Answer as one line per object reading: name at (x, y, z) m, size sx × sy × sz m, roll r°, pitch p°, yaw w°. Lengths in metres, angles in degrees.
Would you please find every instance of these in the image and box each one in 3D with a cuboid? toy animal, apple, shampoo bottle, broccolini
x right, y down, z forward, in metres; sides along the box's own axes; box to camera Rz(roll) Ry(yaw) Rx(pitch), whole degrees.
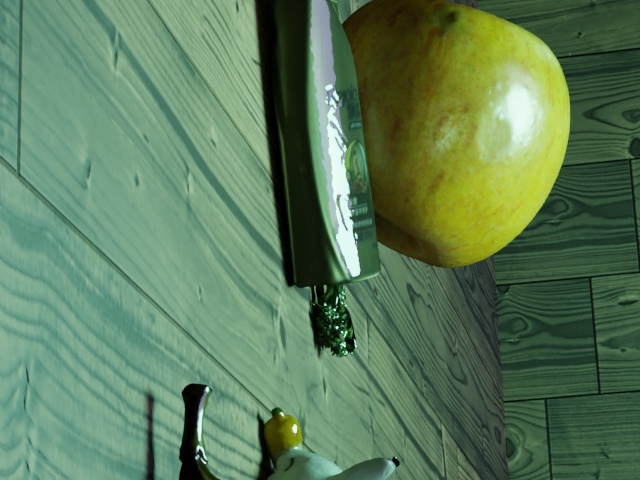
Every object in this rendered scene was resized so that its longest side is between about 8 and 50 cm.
toy animal at (0.007, 0.223, 1.744) m, size 0.182 × 0.127 × 0.131 m, roll 88°, pitch 7°, yaw -68°
apple at (0.124, -0.121, 2.125) m, size 0.299 × 0.299 × 0.275 m, roll 30°, pitch 82°, yaw -77°
shampoo bottle at (-0.003, -0.130, 1.961) m, size 0.125 × 0.084 × 0.350 m, roll -12°, pitch 95°, yaw -67°
broccolini at (-0.006, 0.002, 2.051) m, size 0.057 × 0.071 × 0.254 m, roll -19°, pitch 99°, yaw -36°

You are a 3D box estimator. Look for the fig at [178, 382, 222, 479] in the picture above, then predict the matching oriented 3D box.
fig at (-0.056, 0.230, 1.378) m, size 0.274 × 0.170 × 0.145 m, roll 68°, pitch 10°, yaw 19°
